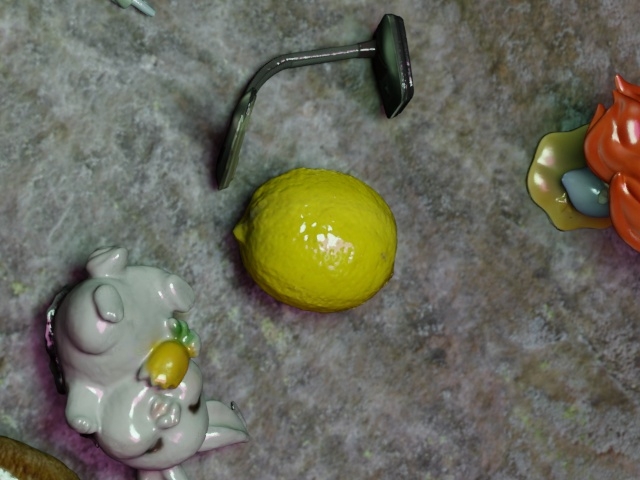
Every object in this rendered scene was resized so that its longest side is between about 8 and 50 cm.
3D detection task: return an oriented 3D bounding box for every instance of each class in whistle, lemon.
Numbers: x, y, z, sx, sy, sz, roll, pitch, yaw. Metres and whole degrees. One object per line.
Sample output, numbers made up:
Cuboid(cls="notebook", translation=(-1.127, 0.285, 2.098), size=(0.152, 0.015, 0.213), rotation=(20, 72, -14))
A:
Cuboid(cls="whistle", translation=(-0.236, -0.296, 1.839), size=(0.100, 0.035, 0.035), rotation=(35, 81, -23))
Cuboid(cls="lemon", translation=(-0.003, -0.001, 1.884), size=(0.193, 0.180, 0.181), rotation=(19, 86, 9))

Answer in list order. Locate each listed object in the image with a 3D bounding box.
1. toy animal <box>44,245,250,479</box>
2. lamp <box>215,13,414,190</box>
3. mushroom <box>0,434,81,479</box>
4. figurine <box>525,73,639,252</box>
Cuboid(cls="toy animal", translation=(-0.204, 0.168, 1.831), size=(0.208, 0.154, 0.325), rotation=(-57, 134, -31))
Cuboid(cls="lamp", translation=(-0.009, -0.185, 1.858), size=(0.283, 0.203, 0.125), rotation=(-24, 84, -15))
Cuboid(cls="mushroom", translation=(-0.392, 0.386, 1.748), size=(0.345, 0.239, 0.345), rotation=(-9, 119, -17))
Cuboid(cls="figurine", translation=(0.392, -0.090, 1.990), size=(0.181, 0.257, 0.208), rotation=(32, 81, -22))
